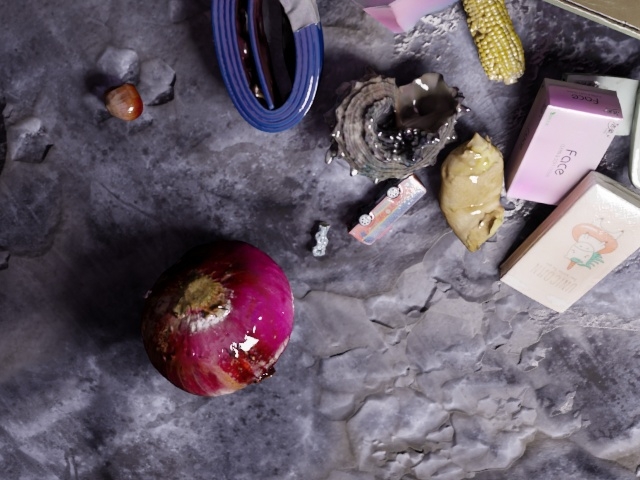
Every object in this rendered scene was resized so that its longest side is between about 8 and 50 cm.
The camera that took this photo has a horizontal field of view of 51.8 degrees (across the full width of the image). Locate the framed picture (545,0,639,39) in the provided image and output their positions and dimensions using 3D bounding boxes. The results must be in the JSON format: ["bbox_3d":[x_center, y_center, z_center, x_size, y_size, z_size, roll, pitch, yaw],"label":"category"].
[{"bbox_3d":[0.532,-0.512,1.206,0.334,0.022,0.247,20,150,-2],"label":"framed picture"}]

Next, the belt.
[{"bbox_3d":[-0.101,-0.399,1.329,0.212,0.117,0.347,-5,109,8],"label":"belt"}]

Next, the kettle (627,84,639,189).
[{"bbox_3d":[0.774,-0.175,1.305,0.264,0.205,0.318,13,116,39],"label":"kettle"}]

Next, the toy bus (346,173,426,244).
[{"bbox_3d":[0.144,-0.073,1.452,0.077,0.065,0.192,40,108,-17],"label":"toy bus"}]

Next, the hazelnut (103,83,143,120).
[{"bbox_3d":[-0.422,-0.297,1.412,0.086,0.086,0.087,2,110,4],"label":"hazelnut"}]

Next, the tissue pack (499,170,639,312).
[{"bbox_3d":[0.536,0.013,1.380,0.170,0.071,0.325,28,133,-4],"label":"tissue pack"}]

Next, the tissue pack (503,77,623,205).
[{"bbox_3d":[0.472,-0.187,1.314,0.148,0.093,0.246,10,140,2],"label":"tissue pack"}]

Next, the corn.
[{"bbox_3d":[0.327,-0.442,1.297,0.086,0.086,0.288,-22,104,12],"label":"corn"}]

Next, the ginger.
[{"bbox_3d":[0.317,-0.105,1.374,0.138,0.152,0.267,-29,119,-25],"label":"ginger"}]

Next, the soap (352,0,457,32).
[{"bbox_3d":[0.204,-0.542,1.218,0.193,0.109,0.324,48,112,27],"label":"soap"}]

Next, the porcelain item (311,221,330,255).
[{"bbox_3d":[0.000,0.000,1.506,0.036,0.028,0.083,1,117,-32],"label":"porcelain item"}]

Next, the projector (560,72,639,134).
[{"bbox_3d":[0.561,-0.279,1.344,0.147,0.061,0.115,6,109,3],"label":"projector"}]

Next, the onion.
[{"bbox_3d":[-0.209,0.195,1.477,0.347,0.348,0.385,-10,147,8],"label":"onion"}]

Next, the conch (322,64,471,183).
[{"bbox_3d":[0.147,-0.245,1.347,0.312,0.186,0.241,-12,96,13],"label":"conch"}]
